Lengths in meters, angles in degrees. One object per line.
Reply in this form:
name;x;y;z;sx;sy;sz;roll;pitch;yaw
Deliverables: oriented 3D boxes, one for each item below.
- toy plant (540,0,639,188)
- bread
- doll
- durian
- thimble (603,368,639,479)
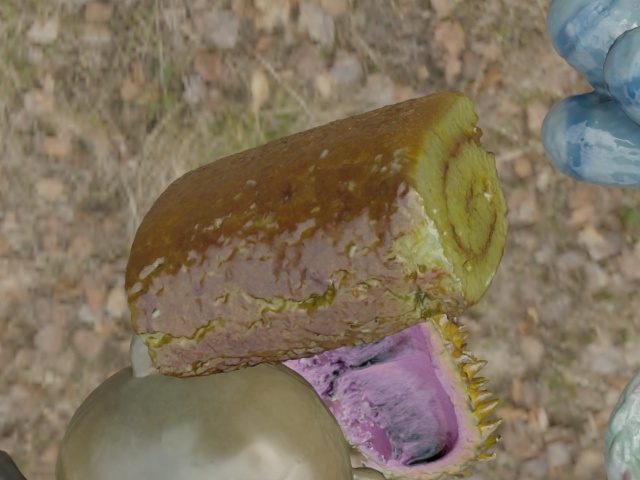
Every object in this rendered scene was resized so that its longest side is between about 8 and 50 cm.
toy plant;0.336;-0.115;1.490;0.332;0.247;0.247;46;115;7
bread;0.000;0.000;0.837;0.172;0.132;0.103;-15;113;24
doll;-0.125;0.209;1.089;0.330;0.174;0.235;-45;106;2
durian;0.051;0.072;1.395;0.191;0.112;0.341;-25;118;35
thimble;0.351;0.192;1.481;0.185;0.211;0.149;12;160;21
